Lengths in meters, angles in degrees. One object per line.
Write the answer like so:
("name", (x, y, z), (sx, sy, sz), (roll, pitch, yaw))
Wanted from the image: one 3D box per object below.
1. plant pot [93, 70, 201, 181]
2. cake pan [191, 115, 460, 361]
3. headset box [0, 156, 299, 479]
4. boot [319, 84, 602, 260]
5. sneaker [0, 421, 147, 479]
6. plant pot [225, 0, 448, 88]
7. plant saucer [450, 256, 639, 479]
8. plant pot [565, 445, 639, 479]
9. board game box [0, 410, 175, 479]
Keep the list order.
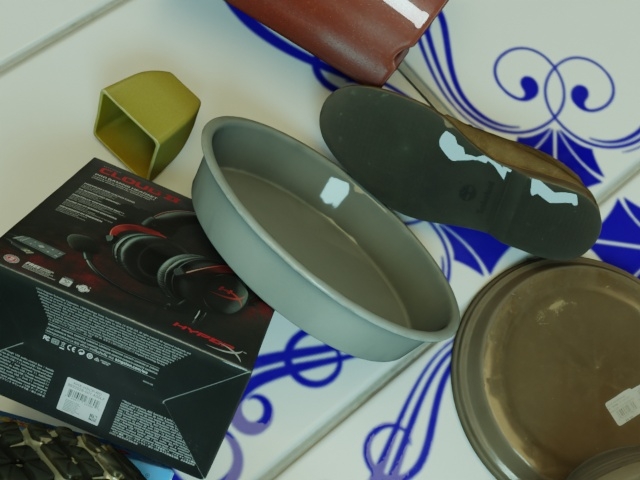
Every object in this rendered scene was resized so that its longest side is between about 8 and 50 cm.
("plant pot", (-0.169, -0.123, 1.009), (0.081, 0.081, 0.083), (44, 57, 7))
("cake pan", (0.000, 0.000, 0.913), (0.293, 0.293, 0.054), (43, 110, 7))
("headset box", (-0.149, 0.045, 0.860), (0.218, 0.293, 0.110), (24, 111, -2))
("boot", (0.144, -0.080, 1.043), (0.305, 0.112, 0.115), (25, 28, 1))
("sneaker", (-0.270, 0.228, 0.681), (0.330, 0.130, 0.147), (-10, 113, -23))
("plant pot", (0.012, -0.310, 1.025), (0.265, 0.272, 0.272), (36, 68, -5))
("plant saucer", (0.270, 0.141, 1.007), (0.278, 0.041, 0.277), (4, 69, -10))
("plant pot", (0.286, 0.265, 0.899), (0.238, 0.237, 0.109), (0, 29, -10))
("board game box", (-0.305, 0.278, 0.763), (0.308, 0.086, 0.301), (18, 82, -14))
